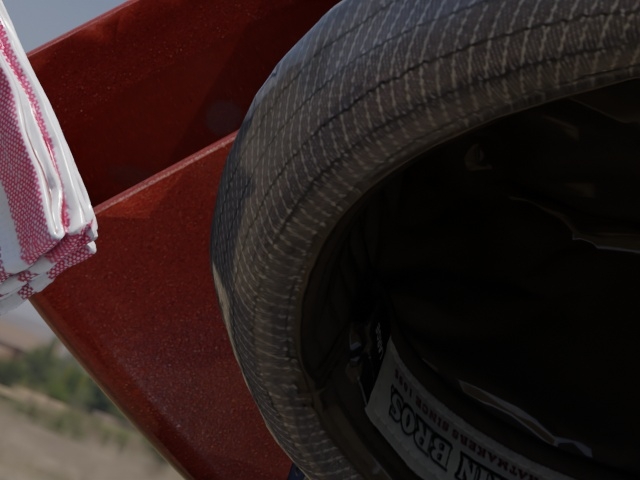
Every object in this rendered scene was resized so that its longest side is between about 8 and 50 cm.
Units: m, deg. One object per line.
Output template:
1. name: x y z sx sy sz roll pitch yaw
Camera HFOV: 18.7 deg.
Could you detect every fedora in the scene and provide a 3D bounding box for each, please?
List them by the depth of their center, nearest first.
1. fedora: 0.119 -0.004 0.421 0.275 0.124 0.243 -3 -46 24

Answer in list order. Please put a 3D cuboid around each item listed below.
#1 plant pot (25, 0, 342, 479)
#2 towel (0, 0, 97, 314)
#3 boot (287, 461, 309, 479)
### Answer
1. plant pot: 0.000 0.000 0.956 0.235 0.267 0.267 64 -6 -23
2. towel: -0.180 -0.016 0.650 0.144 0.197 0.029 63 17 11
3. boot: 0.006 0.102 0.698 0.082 0.106 0.219 -6 -34 -6
